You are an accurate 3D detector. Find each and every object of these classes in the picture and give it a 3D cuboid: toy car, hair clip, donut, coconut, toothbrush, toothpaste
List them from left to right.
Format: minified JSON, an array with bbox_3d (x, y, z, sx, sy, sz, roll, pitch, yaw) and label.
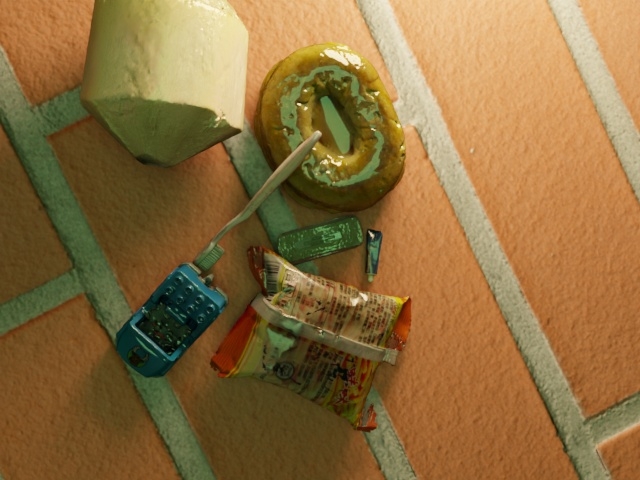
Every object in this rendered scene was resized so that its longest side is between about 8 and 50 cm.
[{"bbox_3d":[-0.219,-0.225,1.226,0.239,0.239,0.244,4,90,-6],"label":"coconut"},{"bbox_3d":[-0.228,0.125,1.284,0.097,0.100,0.191,42,103,-3],"label":"toy car"},{"bbox_3d":[-0.093,-0.053,1.272,0.029,0.025,0.307,37,120,-14],"label":"toothbrush"},{"bbox_3d":[-0.001,0.000,1.356,0.137,0.022,0.054,-16,92,-5],"label":"hair clip"},{"bbox_3d":[0.013,-0.165,1.303,0.208,0.128,0.261,-31,94,-3],"label":"donut"},{"bbox_3d":[0.082,0.024,1.368,0.027,0.019,0.083,6,90,18],"label":"toothpaste"}]

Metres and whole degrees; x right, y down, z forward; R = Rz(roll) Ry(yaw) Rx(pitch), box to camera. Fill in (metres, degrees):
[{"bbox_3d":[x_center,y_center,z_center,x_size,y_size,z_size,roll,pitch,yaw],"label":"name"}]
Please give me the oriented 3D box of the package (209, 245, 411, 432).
[{"bbox_3d":[-0.009,0.153,1.318,0.288,0.108,0.223,20,91,-9],"label":"package"}]
